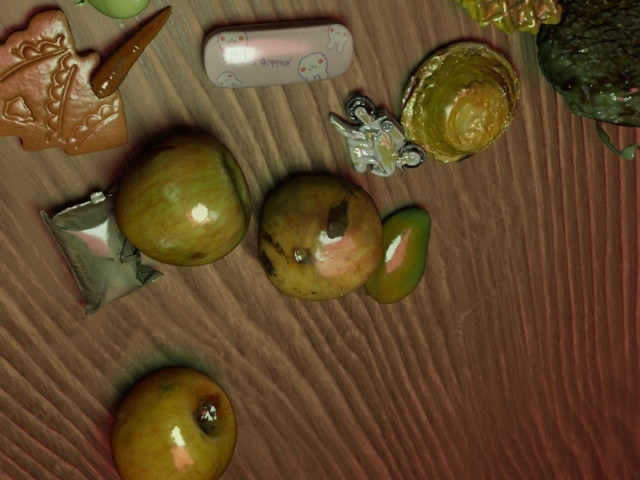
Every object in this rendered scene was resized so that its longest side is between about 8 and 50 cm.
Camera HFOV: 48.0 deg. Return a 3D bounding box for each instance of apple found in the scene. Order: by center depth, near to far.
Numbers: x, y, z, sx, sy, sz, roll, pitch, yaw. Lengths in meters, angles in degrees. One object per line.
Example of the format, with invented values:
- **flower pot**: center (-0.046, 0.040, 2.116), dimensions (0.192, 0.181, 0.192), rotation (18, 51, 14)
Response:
- **apple**: center (-0.266, -0.071, 1.394), dimensions (0.265, 0.264, 0.264), rotation (-10, 123, -15)
- **apple**: center (-0.348, 0.455, 1.677), dimensions (0.275, 0.298, 0.299), rotation (-23, 132, 29)

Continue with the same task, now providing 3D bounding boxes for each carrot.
- **carrot**: center (-0.339, -0.344, 1.297), dimensions (0.216, 0.048, 0.048), rotation (-52, 126, -7)

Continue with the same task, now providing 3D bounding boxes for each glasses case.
- **glasses case**: center (-0.079, -0.360, 1.385), dimensions (0.297, 0.075, 0.113), rotation (-9, 125, -15)

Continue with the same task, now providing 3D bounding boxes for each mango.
- **mango**: center (0.185, 0.038, 1.713), dimensions (0.157, 0.114, 0.250), rotation (9, 118, -17)

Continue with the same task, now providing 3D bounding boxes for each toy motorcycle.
- **toy motorcycle**: center (0.115, -0.210, 1.551), dimensions (0.229, 0.074, 0.151), rotation (37, 121, -25)

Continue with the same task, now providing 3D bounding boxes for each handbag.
- **handbag**: center (-0.439, 0.020, 1.468), dimensions (0.183, 0.117, 0.270), rotation (-24, 125, -16)

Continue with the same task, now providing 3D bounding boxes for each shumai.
- **shumai**: center (0.663, -0.364, 1.554), dimensions (0.395, 0.395, 0.348), rotation (-31, 147, 0)

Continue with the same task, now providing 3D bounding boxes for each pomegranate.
- **pomegranate**: center (0.000, 0.000, 1.533), dimensions (0.282, 0.281, 0.281), rotation (-10, 123, -15)

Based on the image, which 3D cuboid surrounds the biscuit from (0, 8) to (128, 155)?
- **biscuit**: center (-0.482, -0.259, 1.314), dimensions (0.306, 0.043, 0.284), rotation (31, 105, -33)

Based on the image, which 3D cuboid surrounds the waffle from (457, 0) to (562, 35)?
- **waffle**: center (0.368, -0.568, 1.382), dimensions (0.261, 0.151, 0.324), rotation (-8, 120, -10)

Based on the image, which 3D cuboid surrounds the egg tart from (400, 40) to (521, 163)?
- **egg tart**: center (0.315, -0.285, 1.561), dimensions (0.295, 0.116, 0.294), rotation (-10, 126, -15)

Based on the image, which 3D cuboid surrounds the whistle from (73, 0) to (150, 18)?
- **whistle**: center (-0.297, -0.487, 1.213), dimensions (0.294, 0.141, 0.141), rotation (-47, 127, -12)
